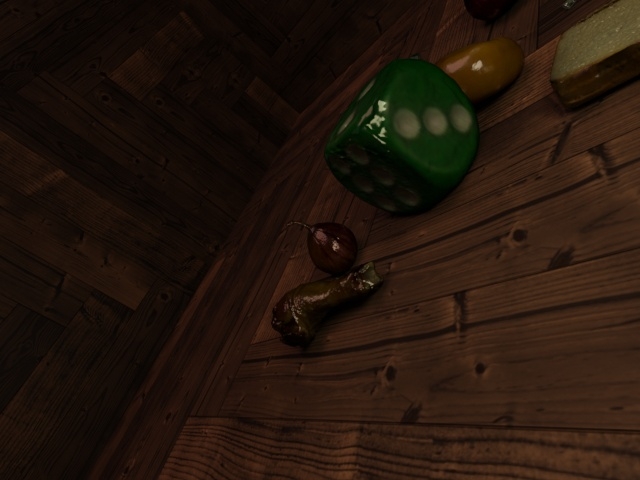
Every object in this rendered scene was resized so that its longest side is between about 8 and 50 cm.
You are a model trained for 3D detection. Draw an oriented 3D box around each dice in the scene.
[{"bbox_3d":[0.204,-0.262,1.081,0.300,0.297,0.287,-61,20,-20],"label":"dice"}]

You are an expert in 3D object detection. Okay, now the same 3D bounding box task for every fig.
[{"bbox_3d":[0.026,0.003,1.220,0.148,0.201,0.149,-30,-8,20],"label":"fig"}]

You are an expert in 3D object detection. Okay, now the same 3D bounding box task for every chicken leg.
[{"bbox_3d":[-0.017,0.172,1.062,0.361,0.140,0.211,-33,20,50],"label":"chicken leg"}]

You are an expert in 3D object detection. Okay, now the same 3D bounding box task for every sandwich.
[{"bbox_3d":[0.579,-0.384,0.776,0.251,0.087,0.226,-25,31,56],"label":"sandwich"}]

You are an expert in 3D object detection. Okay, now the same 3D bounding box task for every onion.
[{"bbox_3d":[0.623,-0.894,1.403,0.273,0.286,0.272,-177,90,-88],"label":"onion"}]

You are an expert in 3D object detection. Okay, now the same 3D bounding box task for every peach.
[{"bbox_3d":[0.418,-0.458,1.124,0.251,0.153,0.251,-16,25,8],"label":"peach"}]

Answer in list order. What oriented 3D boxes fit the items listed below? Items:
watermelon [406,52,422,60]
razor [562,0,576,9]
[{"bbox_3d":[0.311,-0.546,1.530,0.260,0.256,0.175,-27,76,36],"label":"watermelon"},{"bbox_3d":[0.699,-0.634,1.004,0.084,0.036,0.211,-54,20,2],"label":"razor"}]
